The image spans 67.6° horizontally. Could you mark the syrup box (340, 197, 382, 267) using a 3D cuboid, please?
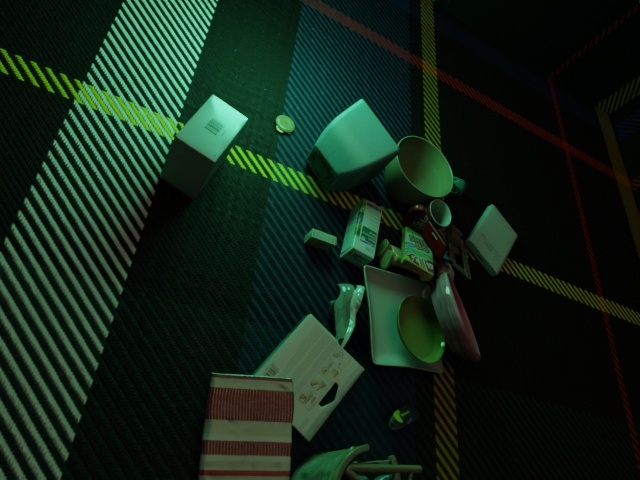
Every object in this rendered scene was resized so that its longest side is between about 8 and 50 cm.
[{"bbox_3d":[0.152,-0.028,1.766,0.093,0.096,0.237,27,53,-18],"label":"syrup box"}]

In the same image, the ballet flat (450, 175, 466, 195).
[{"bbox_3d":[0.551,-0.271,2.159,0.247,0.083,0.087,24,69,-17],"label":"ballet flat"}]

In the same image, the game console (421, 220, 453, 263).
[{"bbox_3d":[0.453,0.006,1.808,0.085,0.124,0.144,-11,50,-20],"label":"game console"}]

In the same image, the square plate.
[{"bbox_3d":[0.283,0.283,1.684,0.347,0.049,0.344,17,58,-34],"label":"square plate"}]

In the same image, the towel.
[{"bbox_3d":[-0.191,0.523,1.252,0.237,0.037,0.329,9,67,-16],"label":"towel"}]

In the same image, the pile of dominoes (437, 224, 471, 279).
[{"bbox_3d":[0.553,0.023,1.970,0.196,0.040,0.251,38,32,-16],"label":"pile of dominoes"}]

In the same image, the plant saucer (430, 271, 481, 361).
[{"bbox_3d":[0.481,0.282,1.729,0.332,0.084,0.332,56,21,-34],"label":"plant saucer"}]

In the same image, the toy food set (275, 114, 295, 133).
[{"bbox_3d":[-0.137,-0.450,1.860,0.083,0.020,0.083,3,64,-31],"label":"toy food set"}]

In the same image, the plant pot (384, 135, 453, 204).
[{"bbox_3d":[0.371,-0.255,1.963,0.284,0.191,0.284,15,57,-25],"label":"plant pot"}]

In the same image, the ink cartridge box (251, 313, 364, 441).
[{"bbox_3d":[-0.041,0.396,1.404,0.239,0.060,0.275,46,64,-4],"label":"ink cartridge box"}]

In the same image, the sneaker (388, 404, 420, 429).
[{"bbox_3d":[0.269,0.574,1.548,0.144,0.059,0.053,7,29,-46],"label":"sneaker"}]

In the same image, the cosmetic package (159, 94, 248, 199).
[{"bbox_3d":[-0.367,-0.289,1.498,0.138,0.225,0.224,33,52,-10],"label":"cosmetic package"}]

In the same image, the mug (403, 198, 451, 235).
[{"bbox_3d":[0.408,-0.094,1.905,0.150,0.169,0.113,45,54,-10],"label":"mug"}]

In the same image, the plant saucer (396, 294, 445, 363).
[{"bbox_3d":[0.342,0.309,1.660,0.241,0.037,0.241,21,55,-34],"label":"plant saucer"}]

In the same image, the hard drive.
[{"bbox_3d":[0.780,-0.005,2.172,0.203,0.040,0.307,50,50,-6],"label":"hard drive"}]

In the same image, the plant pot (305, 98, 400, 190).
[{"bbox_3d":[0.093,-0.328,1.806,0.252,0.248,0.247,-33,86,-23],"label":"plant pot"}]

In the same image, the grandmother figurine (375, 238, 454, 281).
[{"bbox_3d":[0.375,0.093,1.842,0.342,0.104,0.207,20,42,-24],"label":"grandmother figurine"}]

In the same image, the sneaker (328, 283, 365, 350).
[{"bbox_3d":[0.068,0.263,1.571,0.108,0.100,0.271,15,58,5],"label":"sneaker"}]

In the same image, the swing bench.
[{"bbox_3d":[0.082,0.641,1.261,0.255,0.253,0.165,30,53,-16],"label":"swing bench"}]

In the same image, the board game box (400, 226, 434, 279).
[{"bbox_3d":[0.360,0.038,1.783,0.124,0.039,0.259,30,28,-7],"label":"board game box"}]

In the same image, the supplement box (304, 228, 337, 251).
[{"bbox_3d":[0.000,0.000,1.677,0.098,0.062,0.036,20,58,-21],"label":"supplement box"}]
